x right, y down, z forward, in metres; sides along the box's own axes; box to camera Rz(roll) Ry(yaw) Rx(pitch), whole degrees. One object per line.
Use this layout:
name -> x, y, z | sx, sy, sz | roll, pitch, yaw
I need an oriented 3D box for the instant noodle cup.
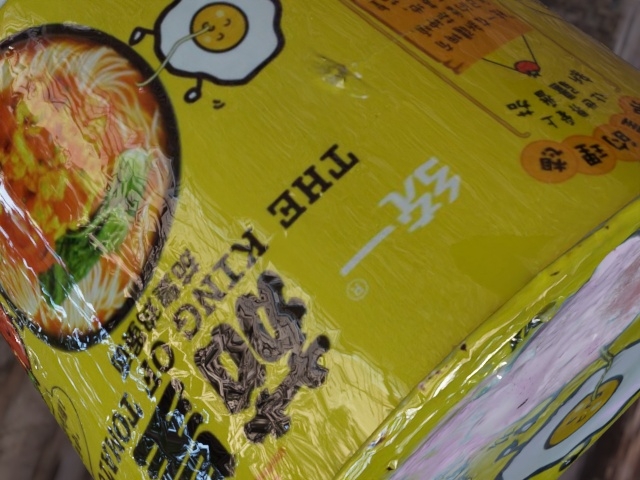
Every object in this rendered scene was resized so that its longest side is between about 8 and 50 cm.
instant noodle cup -> 0.000, 0.000, 0.663 | 0.254, 0.325, 0.325 | 46, -176, 21
